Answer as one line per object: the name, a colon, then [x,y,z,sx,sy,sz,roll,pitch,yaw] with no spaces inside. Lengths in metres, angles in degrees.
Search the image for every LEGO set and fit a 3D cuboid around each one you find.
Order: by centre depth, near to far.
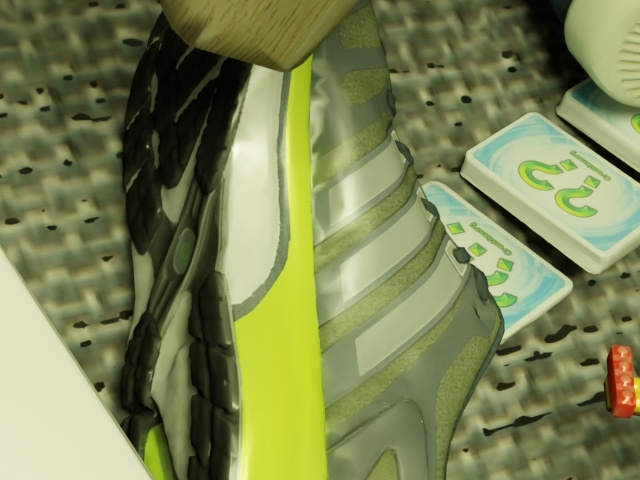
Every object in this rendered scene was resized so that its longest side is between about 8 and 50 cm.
LEGO set: [0.161,0.016,0.644,0.182,0.060,0.244,-31,59,-35]

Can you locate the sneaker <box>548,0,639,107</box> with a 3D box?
sneaker: [0.232,-0.156,0.780,0.350,0.131,0.148,-4,53,-37]

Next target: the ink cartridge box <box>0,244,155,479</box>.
ink cartridge box: [-0.153,0.065,0.410,0.117,0.207,0.283,-29,81,-39]

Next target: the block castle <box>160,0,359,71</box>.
block castle: [-0.039,-0.303,0.466,0.453,0.213,0.303,49,55,1]

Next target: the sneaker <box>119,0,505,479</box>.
sneaker: [0.000,0.000,0.597,0.121,0.111,0.300,14,69,-30]
